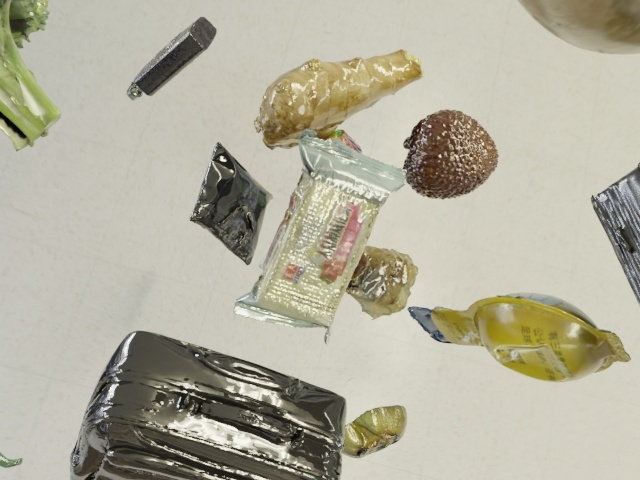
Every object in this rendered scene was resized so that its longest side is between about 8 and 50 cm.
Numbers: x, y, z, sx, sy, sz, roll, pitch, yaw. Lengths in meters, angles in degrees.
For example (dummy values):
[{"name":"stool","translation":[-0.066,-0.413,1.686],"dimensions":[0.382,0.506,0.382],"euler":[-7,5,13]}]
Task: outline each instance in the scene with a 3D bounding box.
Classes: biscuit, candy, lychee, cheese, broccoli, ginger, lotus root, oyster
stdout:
[{"name":"biscuit","translation":[-0.004,-0.002,1.051],"dimensions":[0.186,0.079,0.309],"euler":[21,102,-19]},{"name":"candy","translation":[-0.030,-0.087,1.493],"dimensions":[0.124,0.124,0.365],"euler":[32,74,4]},{"name":"lychee","translation":[0.254,-0.172,1.355],"dimensions":[0.194,0.194,0.194],"euler":[2,73,-5]},{"name":"cheese","translation":[0.228,0.113,0.809],"dimensions":[0.177,0.270,0.069],"euler":[46,58,-36]},{"name":"broccoli","translation":[-0.465,-0.304,0.920],"dimensions":[0.375,0.302,0.249],"euler":[-25,46,30]},{"name":"ginger","translation":[0.042,-0.283,1.412],"dimensions":[0.375,0.236,0.166],"euler":[-5,41,-22]},{"name":"lotus root","translation":[0.127,0.476,1.622],"dimensions":[0.203,0.183,0.078],"euler":[2,47,-37]},{"name":"oyster","translation":[0.093,0.074,1.432],"dimensions":[0.232,0.107,0.162],"euler":[21,81,-7]}]

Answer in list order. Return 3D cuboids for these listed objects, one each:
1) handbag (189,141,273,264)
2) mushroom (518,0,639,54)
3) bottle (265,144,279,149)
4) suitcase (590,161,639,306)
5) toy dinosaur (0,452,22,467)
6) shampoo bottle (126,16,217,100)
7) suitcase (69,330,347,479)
[{"name":"handbag","translation":[-0.211,-0.082,1.627],"dimensions":[0.088,0.254,0.211],"euler":[2,63,31]},{"name":"mushroom","translation":[0.318,-0.322,0.542],"dimensions":[0.362,0.362,0.294],"euler":[-25,44,-13]},{"name":"bottle","translation":[-0.086,-0.300,1.857],"dimensions":[0.164,0.060,0.060],"euler":[-18,71,31]},{"name":"suitcase","translation":[0.441,0.070,0.661],"dimensions":[0.229,0.152,0.335],"euler":[12,54,-39]},{"name":"toy dinosaur","translation":[-0.664,0.313,1.181],"dimensions":[0.120,0.079,0.292],"euler":[-37,84,-3]},{"name":"shampoo bottle","translation":[-0.388,-0.440,1.684],"dimensions":[0.071,0.309,0.098],"euler":[41,41,-26]},{"name":"suitcase","translation":[-0.160,0.280,0.953],"dimensions":[0.345,0.339,0.188],"euler":[23,51,-14]}]
